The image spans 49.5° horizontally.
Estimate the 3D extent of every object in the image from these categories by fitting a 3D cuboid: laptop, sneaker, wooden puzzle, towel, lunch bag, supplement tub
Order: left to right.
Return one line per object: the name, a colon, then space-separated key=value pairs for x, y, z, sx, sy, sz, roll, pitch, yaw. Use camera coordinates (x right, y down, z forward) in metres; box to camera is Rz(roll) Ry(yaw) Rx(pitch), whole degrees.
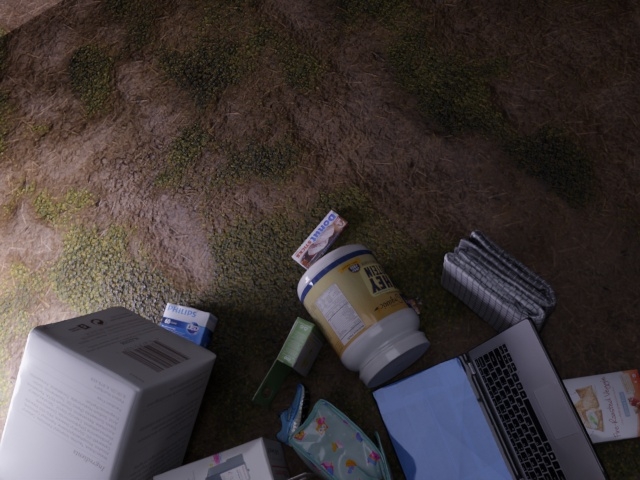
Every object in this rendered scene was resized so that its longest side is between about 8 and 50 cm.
sneaker: x=-0.076 y=0.446 z=1.800 sx=0.073 sy=0.063 sz=0.162 roll=11 pitch=72 yaw=18
lunch bag: x=0.073 y=0.518 z=1.654 sx=0.262 sy=0.223 sz=0.160 roll=33 pitch=73 yaw=20
supplement tub: x=0.110 y=0.191 z=1.769 sx=0.228 sy=0.228 sz=0.316 roll=-34 pitch=67 yaw=-3
wooden puzzle: x=0.237 y=0.185 z=1.865 sx=0.083 sy=0.006 sz=0.049 roll=-24 pitch=67 yaw=1
laptop: x=0.370 y=0.445 z=1.612 sx=0.236 sy=0.408 sz=0.382 roll=-11 pitch=69 yaw=-29
towel: x=0.441 y=0.121 z=1.728 sx=0.283 sy=0.235 sz=0.121 roll=40 pitch=78 yaw=21

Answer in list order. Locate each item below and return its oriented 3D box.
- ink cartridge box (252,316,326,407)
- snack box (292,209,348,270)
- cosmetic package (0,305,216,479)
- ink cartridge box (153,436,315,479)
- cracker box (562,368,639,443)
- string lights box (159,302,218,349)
ink cartridge box: x=-0.075 y=0.327 z=1.785 sx=0.056 sy=0.171 sz=0.235 roll=23 pitch=76 yaw=18
snack box: x=0.000 y=0.000 z=1.973 sx=0.064 sy=0.022 sz=0.178 roll=37 pitch=81 yaw=22
cosmetic package: x=-0.515 y=0.419 z=1.683 sx=0.327 sy=0.329 sz=0.394 roll=23 pitch=101 yaw=18
ink cartridge box: x=-0.198 y=0.575 z=1.696 sx=0.353 sy=0.207 sz=0.119 roll=-20 pitch=68 yaw=2
cracker box: x=0.657 y=0.406 z=1.666 sx=0.232 sy=0.067 sz=0.156 roll=-11 pitch=68 yaw=8
string lights box: x=-0.390 y=0.313 z=1.904 sx=0.133 sy=0.077 sz=0.260 roll=12 pitch=73 yaw=15
